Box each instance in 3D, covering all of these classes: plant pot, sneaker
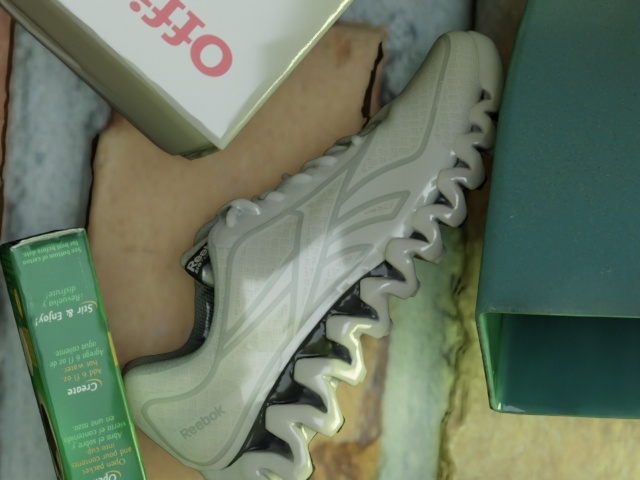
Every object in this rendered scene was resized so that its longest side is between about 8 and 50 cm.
[{"bbox_3d":[0.172,-0.040,0.688,0.165,0.165,0.234,0,66,10],"label":"plant pot"},{"bbox_3d":[0.000,0.000,0.705,0.118,0.110,0.292,32,83,-4],"label":"sneaker"}]

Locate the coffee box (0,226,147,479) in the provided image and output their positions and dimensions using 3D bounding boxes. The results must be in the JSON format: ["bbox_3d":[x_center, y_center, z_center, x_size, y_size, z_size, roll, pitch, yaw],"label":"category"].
[{"bbox_3d":[-0.122,0.086,0.668,0.040,0.113,0.184,-14,93,-16],"label":"coffee box"}]

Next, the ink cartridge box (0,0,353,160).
[{"bbox_3d":[-0.044,-0.226,0.670,0.223,0.129,0.307,42,82,-12],"label":"ink cartridge box"}]
